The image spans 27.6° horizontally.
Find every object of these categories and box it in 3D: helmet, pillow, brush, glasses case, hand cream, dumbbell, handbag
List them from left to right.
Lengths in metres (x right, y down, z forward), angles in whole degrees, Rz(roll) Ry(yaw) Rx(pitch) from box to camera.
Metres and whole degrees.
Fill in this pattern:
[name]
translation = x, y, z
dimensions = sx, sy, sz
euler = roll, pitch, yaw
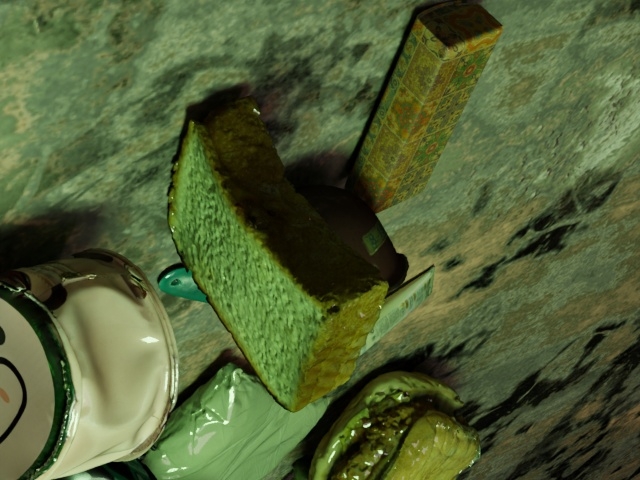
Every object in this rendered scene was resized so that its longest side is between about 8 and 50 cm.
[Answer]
[handbag]
translation = -0.219, 0.105, 1.043
dimensions = 0.116, 0.179, 0.205
euler = -17, 150, -49
[pillow]
translation = -0.132, 0.263, 1.521
dimensions = 0.274, 0.076, 0.281
euler = -42, 154, 8
[brush]
translation = -0.091, 0.055, 1.277
dimensions = 0.043, 0.032, 0.193
euler = -45, 155, 16
[dumbbell]
translation = -0.048, 0.356, 1.816
dimensions = 0.118, 0.046, 0.052
euler = -46, 147, 19
[helmet]
translation = 0.000, 0.000, 1.209
dimensions = 0.155, 0.106, 0.175
euler = -8, -169, 31
[hand cream]
translation = 0.082, 0.083, 1.546
dimensions = 0.143, 0.039, 0.061
euler = -35, 149, -24
[glasses case]
translation = 0.089, -0.119, 1.193
dimensions = 0.075, 0.049, 0.218
euler = -26, 153, -36

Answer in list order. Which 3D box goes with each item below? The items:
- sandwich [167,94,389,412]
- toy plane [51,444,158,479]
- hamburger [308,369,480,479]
[sandwich]
translation = -0.042, 0.017, 1.063
dimensions = 0.065, 0.215, 0.186
euler = -25, 152, -27
[toy plane]
translation = -0.189, 0.284, 1.336
dimensions = 0.106, 0.155, 0.382
euler = -38, 138, 4
[hamburger]
translation = 0.094, 0.298, 1.767
dimensions = 0.259, 0.144, 0.283
euler = -46, 158, -3
